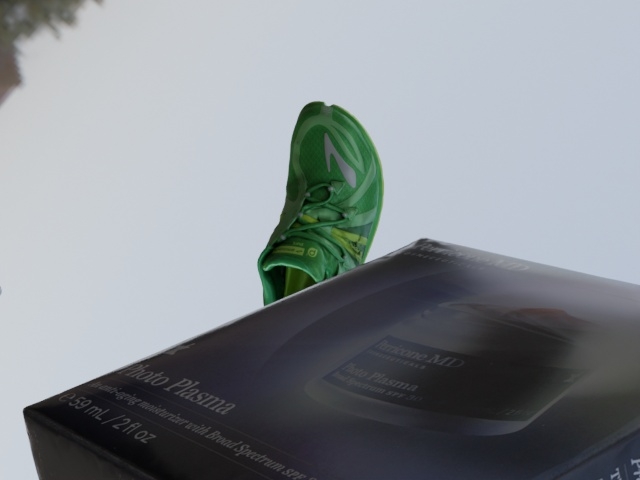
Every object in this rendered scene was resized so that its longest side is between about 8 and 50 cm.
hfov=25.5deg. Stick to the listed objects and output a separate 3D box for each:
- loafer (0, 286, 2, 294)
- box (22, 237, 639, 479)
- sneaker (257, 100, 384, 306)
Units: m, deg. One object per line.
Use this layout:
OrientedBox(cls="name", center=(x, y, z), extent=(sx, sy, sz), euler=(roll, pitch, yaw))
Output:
OrientedBox(cls="loafer", center=(-0.402, 0.074, 1.548), extent=(0.251, 0.094, 0.087), euler=(-140, -111, -82))
OrientedBox(cls="box", center=(0.052, 0.139, 0.732), extent=(0.294, 0.183, 0.296), euler=(-21, -159, -33))
OrientedBox(cls="sneaker", center=(0.000, 0.000, 1.491), extent=(0.123, 0.109, 0.296), euler=(2, 93, -75))
